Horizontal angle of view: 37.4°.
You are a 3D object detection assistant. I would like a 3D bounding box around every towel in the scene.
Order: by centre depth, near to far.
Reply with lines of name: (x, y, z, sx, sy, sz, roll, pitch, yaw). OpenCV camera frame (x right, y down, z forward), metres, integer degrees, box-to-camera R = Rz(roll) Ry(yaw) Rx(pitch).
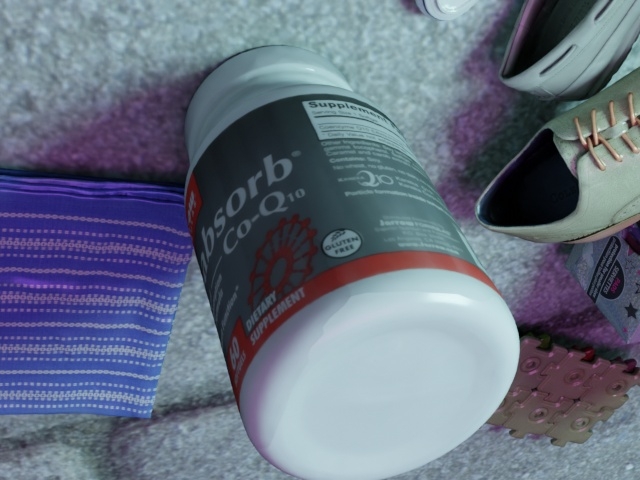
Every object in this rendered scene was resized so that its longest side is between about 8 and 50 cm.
towel: (-0.263, 0.070, 0.978, 0.243, 0.040, 0.336, 4, 127, -22)

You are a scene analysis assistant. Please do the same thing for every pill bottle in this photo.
pill bottle: (0.000, 0.000, 0.792, 0.210, 0.363, 0.210, -11, 132, -12)

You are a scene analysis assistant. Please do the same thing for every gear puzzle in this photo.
gear puzzle: (0.274, 0.189, 1.279, 0.339, 0.044, 0.175, 17, 123, -28)

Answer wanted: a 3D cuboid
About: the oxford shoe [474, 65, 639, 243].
oxford shoe: (0.305, -0.093, 0.882, 0.146, 0.140, 0.397, -9, 157, -36)

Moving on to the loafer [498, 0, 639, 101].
loafer: (0.257, -0.262, 0.836, 0.111, 0.112, 0.319, -4, 131, -28)

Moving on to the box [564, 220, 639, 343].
box: (0.409, -0.022, 1.053, 0.163, 0.142, 0.247, -8, 134, -24)

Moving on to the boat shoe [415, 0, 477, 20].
boat shoe: (0.154, -0.280, 0.805, 0.083, 0.076, 0.226, 11, 124, -27)
